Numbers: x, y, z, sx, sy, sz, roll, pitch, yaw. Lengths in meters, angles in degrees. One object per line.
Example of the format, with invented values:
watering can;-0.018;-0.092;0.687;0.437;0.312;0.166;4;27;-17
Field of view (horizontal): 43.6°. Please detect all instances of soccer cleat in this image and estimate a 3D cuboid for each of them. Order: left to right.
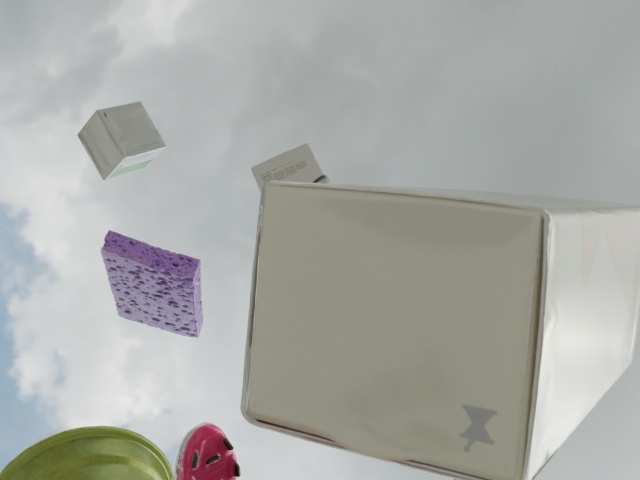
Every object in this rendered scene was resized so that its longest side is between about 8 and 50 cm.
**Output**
soccer cleat;-0.200;0.444;1.312;0.143;0.116;0.331;9;-67;44

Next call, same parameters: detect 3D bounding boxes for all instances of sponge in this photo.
sponge;-0.210;0.063;1.024;0.117;0.210;0.031;17;-119;1

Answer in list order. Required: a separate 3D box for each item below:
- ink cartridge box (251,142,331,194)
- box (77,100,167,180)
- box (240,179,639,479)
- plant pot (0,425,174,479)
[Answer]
ink cartridge box;0.000;0.000;1.138;0.100;0.172;0.237;-25;-136;0
box;-0.348;-0.176;1.405;0.087;0.101;0.102;-36;-97;41
box;0.099;0.032;0.481;0.148;0.311;0.121;8;-84;27
plant pot;-0.291;0.429;1.047;0.276;0.276;0.254;-54;-147;1
